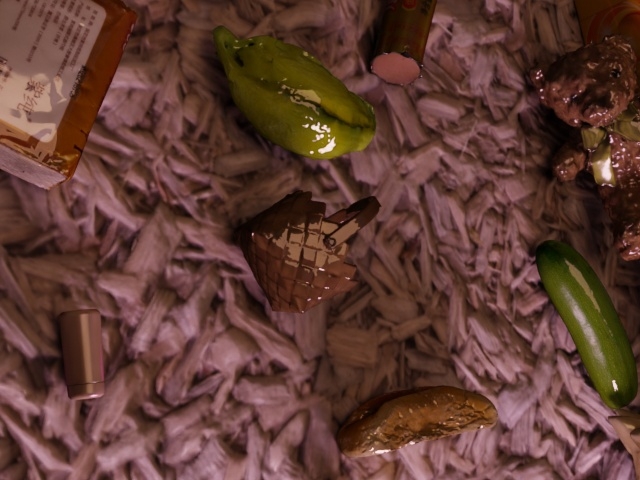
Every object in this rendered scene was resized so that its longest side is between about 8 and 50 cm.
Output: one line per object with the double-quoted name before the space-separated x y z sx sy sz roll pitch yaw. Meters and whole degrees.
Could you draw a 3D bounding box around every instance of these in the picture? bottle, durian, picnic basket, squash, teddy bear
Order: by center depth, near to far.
"bottle" -0.261 0.125 1.180 0.045 0.045 0.097 -2 84 -36
"picnic basket" 0.000 0.000 1.337 0.178 0.128 0.138 -33 102 -26
"durian" -0.033 -0.178 1.375 0.250 0.101 0.139 21 33 -31
"squash" 0.413 0.125 1.637 0.082 0.082 0.293 -34 101 -35
"teddy bear" 0.466 -0.153 1.645 0.222 0.246 0.296 38 30 -44

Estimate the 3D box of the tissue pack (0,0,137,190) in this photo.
"tissue pack" -0.320 -0.194 1.174 0.183 0.092 0.226 29 64 -28

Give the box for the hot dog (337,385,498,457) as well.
"hot dog" 0.128 0.230 1.411 0.242 0.084 0.073 -5 85 -35

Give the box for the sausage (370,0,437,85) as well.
"sausage" 0.148 -0.403 1.560 0.082 0.082 0.372 27 65 -28

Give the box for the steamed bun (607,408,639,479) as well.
"steamed bun" 0.567 0.354 1.627 0.428 0.247 0.189 4 92 -50

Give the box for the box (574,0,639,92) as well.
"box" 0.493 -0.343 1.747 0.043 0.152 0.269 -11 86 -34
